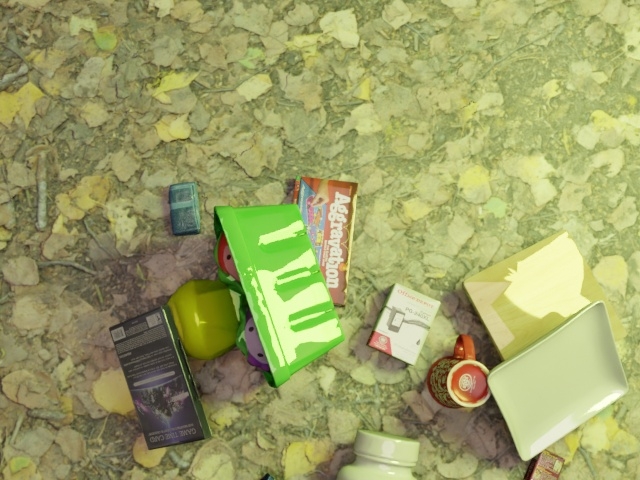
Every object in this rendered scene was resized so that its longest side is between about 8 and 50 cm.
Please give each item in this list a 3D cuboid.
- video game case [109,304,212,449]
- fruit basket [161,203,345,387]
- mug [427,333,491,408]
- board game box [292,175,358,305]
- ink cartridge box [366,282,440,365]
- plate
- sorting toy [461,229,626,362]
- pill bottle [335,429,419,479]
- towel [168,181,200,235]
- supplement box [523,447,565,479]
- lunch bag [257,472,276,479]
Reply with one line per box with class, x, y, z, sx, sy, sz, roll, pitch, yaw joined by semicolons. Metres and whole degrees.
video game case;-0.333;0.285;1.394;0.196;0.026;0.274;-22;86;38
fruit basket;-0.178;0.132;1.383;0.392;0.283;0.392;2;79;-8
mug;0.283;0.276;1.401;0.113;0.169;0.150;-17;80;-3
board game box;0.000;0.000;1.524;0.145;0.027;0.281;6;79;0
ink cartridge box;0.179;0.180;1.472;0.109;0.063;0.150;24;80;4
plate;0.473;0.279;1.363;0.278;0.045;0.277;-32;122;-6
sorting toy;0.470;0.150;1.467;0.257;0.089;0.255;-26;81;-4
pill bottle;0.107;0.548;1.345;0.176;0.176;0.319;11;80;2
towel;-0.307;-0.071;1.533;0.067;0.029;0.119;-7;80;-1
supplement box;0.469;0.484;1.427;0.055;0.043;0.083;26;81;5
lunch bag;-0.110;0.518;1.387;0.065;0.098;0.067;40;72;3
